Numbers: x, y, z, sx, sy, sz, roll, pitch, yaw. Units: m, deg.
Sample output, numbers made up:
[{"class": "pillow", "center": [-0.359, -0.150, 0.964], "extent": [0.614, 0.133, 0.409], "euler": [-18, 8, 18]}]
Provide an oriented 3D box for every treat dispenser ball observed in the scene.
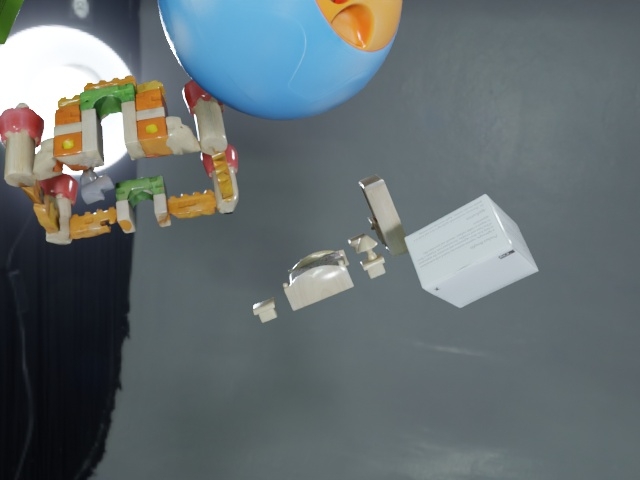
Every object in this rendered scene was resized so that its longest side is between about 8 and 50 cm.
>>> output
[{"class": "treat dispenser ball", "center": [-0.046, -0.289, 0.752], "extent": [0.288, 0.288, 0.288], "euler": [3, 9, 0]}]

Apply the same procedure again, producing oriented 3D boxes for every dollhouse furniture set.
[{"class": "dollhouse furniture set", "center": [0.000, 0.000, 1.427], "extent": [0.355, 0.174, 0.303], "euler": [-22, 11, 3]}]

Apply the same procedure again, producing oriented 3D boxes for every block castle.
[{"class": "block castle", "center": [-0.407, -0.181, 1.341], "extent": [0.453, 0.213, 0.303], "euler": [-11, -31, -6]}]

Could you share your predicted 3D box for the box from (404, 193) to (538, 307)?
[{"class": "box", "center": [0.291, 0.027, 1.219], "extent": [0.181, 0.119, 0.182], "euler": [-30, -31, 23]}]

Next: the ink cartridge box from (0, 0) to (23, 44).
[{"class": "ink cartridge box", "center": [-0.711, -0.587, 1.361], "extent": [0.189, 0.255, 0.097], "euler": [48, 25, 26]}]
